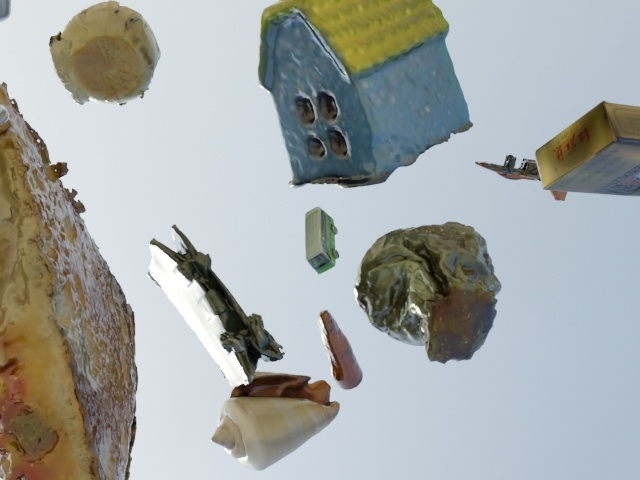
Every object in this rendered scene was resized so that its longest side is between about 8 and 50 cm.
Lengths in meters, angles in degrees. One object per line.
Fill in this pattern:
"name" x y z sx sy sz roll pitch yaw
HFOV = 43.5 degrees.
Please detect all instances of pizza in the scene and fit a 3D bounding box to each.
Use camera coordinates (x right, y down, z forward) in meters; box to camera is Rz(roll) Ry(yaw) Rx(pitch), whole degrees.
"pizza" -0.264 0.051 0.724 0.130 0.406 0.440 -16 -162 -6

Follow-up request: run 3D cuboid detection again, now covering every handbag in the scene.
"handbag" -0.166 0.102 1.219 0.079 0.247 0.260 -36 178 -16

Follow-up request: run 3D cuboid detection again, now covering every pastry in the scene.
"pastry" -0.323 -0.280 1.218 0.165 0.166 0.088 -19 -147 3

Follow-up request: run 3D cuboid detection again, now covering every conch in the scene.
"conch" -0.084 0.312 1.368 0.127 0.255 0.158 -54 -129 28

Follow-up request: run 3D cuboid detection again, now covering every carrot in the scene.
"carrot" 0.025 0.180 1.378 0.057 0.224 0.057 -9 -130 10

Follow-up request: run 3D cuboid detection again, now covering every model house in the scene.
"model house" 0.051 -0.243 1.140 0.215 0.303 0.237 6 -150 44

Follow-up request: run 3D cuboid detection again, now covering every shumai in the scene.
"shumai" 0.194 0.105 1.247 0.225 0.260 0.222 -45 -126 20

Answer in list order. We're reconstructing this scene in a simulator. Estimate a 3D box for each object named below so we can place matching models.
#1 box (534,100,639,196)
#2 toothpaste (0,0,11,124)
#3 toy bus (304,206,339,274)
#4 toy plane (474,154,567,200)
"box" 0.452 -0.125 1.147 0.240 0.159 0.071 2 -114 -24
"toothpaste" -0.188 -0.201 0.369 0.114 0.299 0.073 -6 -155 -27
"toy bus" 0.000 0.000 0.967 0.031 0.037 0.083 -28 -142 23
"toy plane" 0.370 -0.125 1.417 0.188 0.062 0.135 22 -158 -5
